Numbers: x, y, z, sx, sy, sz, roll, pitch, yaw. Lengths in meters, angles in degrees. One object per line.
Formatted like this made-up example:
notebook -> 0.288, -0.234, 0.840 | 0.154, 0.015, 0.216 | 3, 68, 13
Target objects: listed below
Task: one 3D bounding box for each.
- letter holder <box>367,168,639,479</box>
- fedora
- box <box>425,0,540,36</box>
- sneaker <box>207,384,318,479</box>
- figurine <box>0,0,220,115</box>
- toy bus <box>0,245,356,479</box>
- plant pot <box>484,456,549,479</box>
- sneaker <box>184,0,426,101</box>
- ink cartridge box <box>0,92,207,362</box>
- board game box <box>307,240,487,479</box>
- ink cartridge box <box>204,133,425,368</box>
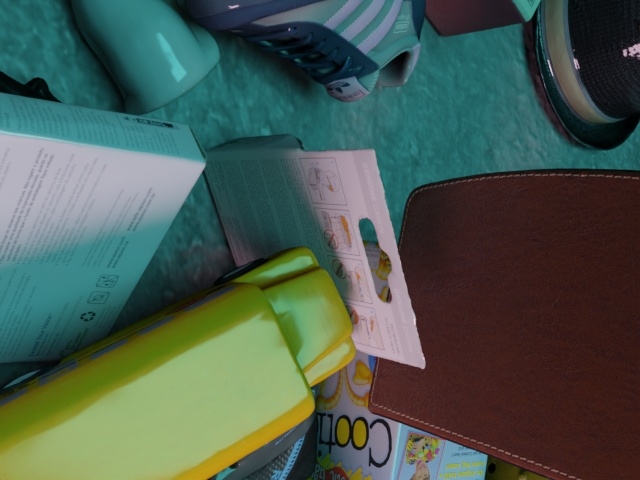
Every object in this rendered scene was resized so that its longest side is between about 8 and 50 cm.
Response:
letter holder -> 0.203, 0.063, 0.559 | 0.152, 0.301, 0.215 | 11, 86, -37
fedora -> 0.437, -0.286, 1.007 | 0.334, 0.152, 0.334 | -5, 97, -39
box -> 0.145, -0.356, 0.772 | 0.232, 0.126, 0.149 | 42, 68, -34
sneaker -> -0.129, 0.235, 0.600 | 0.340, 0.125, 0.140 | -30, 131, -26
figurine -> -0.207, -0.164, 0.525 | 0.215, 0.092, 0.209 | -45, 116, -29
toy bus -> -0.123, 0.116, 0.505 | 0.332, 0.130, 0.108 | -27, 96, -21
plant pot -> 0.374, 0.241, 0.906 | 0.352, 0.366, 0.367 | 23, 79, -28
sneaker -> 0.009, -0.186, 0.653 | 0.319, 0.112, 0.131 | -24, 115, -50
ink cartridge box -> -0.217, 0.003, 0.467 | 0.223, 0.045, 0.223 | 3, 135, -43
board game box -> 0.086, 0.146, 0.757 | 0.144, 0.142, 0.276 | 11, 86, -39
ink cartridge box -> 0.000, 0.000, 0.618 | 0.056, 0.224, 0.181 | -30, 113, -37
